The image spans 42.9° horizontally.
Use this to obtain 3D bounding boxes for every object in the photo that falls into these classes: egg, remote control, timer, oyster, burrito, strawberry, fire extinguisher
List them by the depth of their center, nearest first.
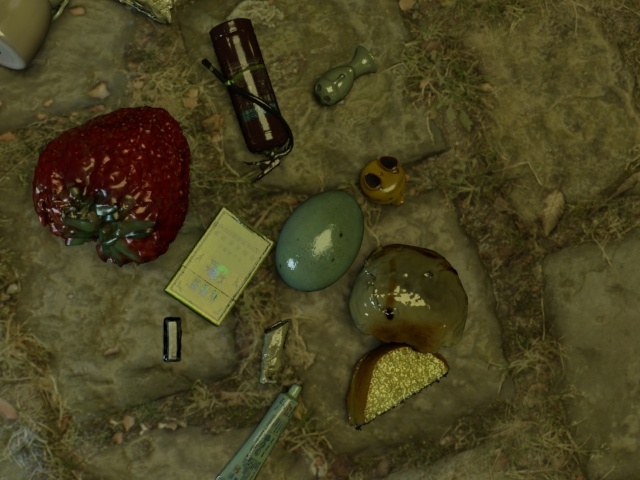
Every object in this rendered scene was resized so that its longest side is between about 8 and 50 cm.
[{"bbox_3d":[-0.397,-0.140,1.631,0.312,0.267,0.351,24,56,-5],"label":"strawberry"},{"bbox_3d":[-0.315,0.211,1.733,0.039,0.014,0.096,1,87,-13],"label":"remote control"},{"bbox_3d":[0.000,0.000,1.743,0.169,0.169,0.236,37,78,-8],"label":"egg"},{"bbox_3d":[-0.405,-0.530,1.757,0.200,0.061,0.106,34,61,-11],"label":"oyster"},{"bbox_3d":[-0.157,-0.300,1.766,0.141,0.105,0.341,-18,90,1],"label":"fire extinguisher"},{"bbox_3d":[-0.101,0.238,1.768,0.055,0.041,0.149,17,78,-25],"label":"burrito"},{"bbox_3d":[0.143,-0.129,1.839,0.107,0.109,0.107,-4,66,9],"label":"timer"}]

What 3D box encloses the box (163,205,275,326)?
[{"bbox_3d":[-0.217,0.057,1.743,0.141,0.064,0.220,35,77,-9],"label":"box"}]

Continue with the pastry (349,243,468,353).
[{"bbox_3d":[0.205,0.100,1.750,0.256,0.170,0.237,17,53,2],"label":"pastry"}]

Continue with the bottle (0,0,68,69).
[{"bbox_3d":[-0.604,-0.481,1.655,0.147,0.147,0.236,30,72,-10],"label":"bottle"}]

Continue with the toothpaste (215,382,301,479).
[{"bbox_3d":[-0.120,0.424,1.747,0.069,0.047,0.268,38,80,-27],"label":"toothpaste"}]

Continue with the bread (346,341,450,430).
[{"bbox_3d":[0.153,0.293,1.782,0.260,0.129,0.134,-31,86,-15],"label":"bread"}]

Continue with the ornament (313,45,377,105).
[{"bbox_3d":[0.051,-0.365,1.831,0.156,0.081,0.075,-40,92,-17],"label":"ornament"}]
